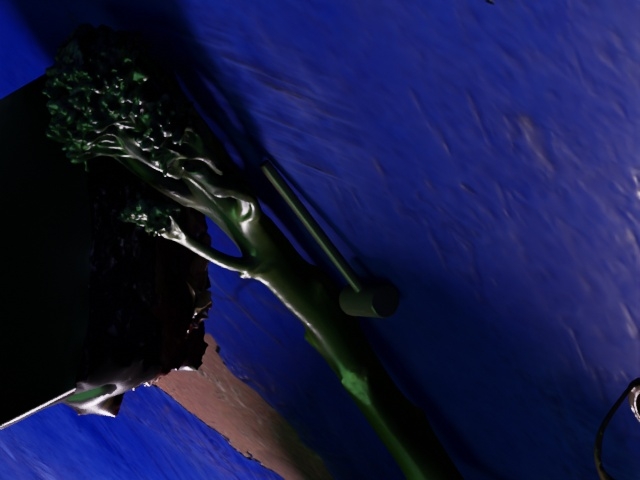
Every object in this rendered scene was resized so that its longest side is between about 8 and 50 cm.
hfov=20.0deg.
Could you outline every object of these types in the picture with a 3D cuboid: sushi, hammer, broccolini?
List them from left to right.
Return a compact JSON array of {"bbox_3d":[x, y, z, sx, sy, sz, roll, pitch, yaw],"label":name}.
[{"bbox_3d":[-0.138,0.018,1.061,0.150,0.153,0.172,18,-132,-63],"label":"sushi"},{"bbox_3d":[-0.030,0.039,1.026,0.392,0.074,0.079,55,-171,-28],"label":"broccolini"},{"bbox_3d":[0.000,0.000,0.994,0.110,0.019,0.035,51,157,-20],"label":"hammer"}]

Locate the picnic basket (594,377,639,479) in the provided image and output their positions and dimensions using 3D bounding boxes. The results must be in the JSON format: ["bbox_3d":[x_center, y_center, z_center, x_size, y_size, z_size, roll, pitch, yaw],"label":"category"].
[{"bbox_3d":[0.162,0.090,0.800,0.072,0.083,0.072,35,159,16],"label":"picnic basket"}]
